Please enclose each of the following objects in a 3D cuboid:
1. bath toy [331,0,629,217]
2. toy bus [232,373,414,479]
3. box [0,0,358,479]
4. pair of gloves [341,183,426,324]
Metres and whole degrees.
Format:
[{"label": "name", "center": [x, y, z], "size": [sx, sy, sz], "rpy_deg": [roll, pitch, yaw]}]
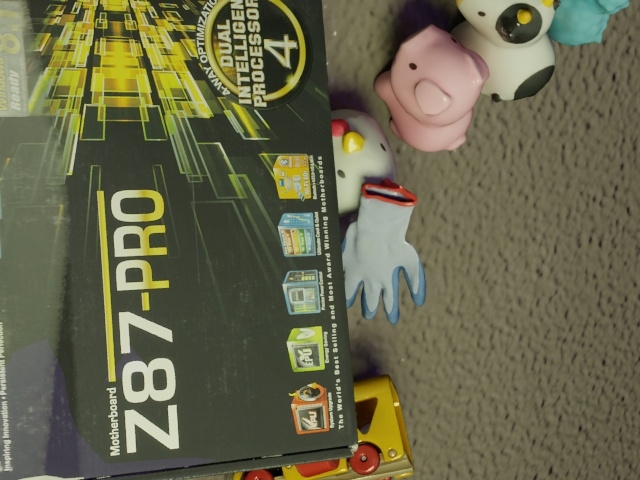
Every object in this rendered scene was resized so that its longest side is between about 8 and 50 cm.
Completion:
[{"label": "bath toy", "center": [0.120, -0.143, 1.200], "size": [0.348, 0.129, 0.151], "rpy_deg": [-39, 126, -14]}, {"label": "toy bus", "center": [-0.011, 0.190, 1.261], "size": [0.202, 0.191, 0.104], "rpy_deg": [7, 62, -36]}, {"label": "box", "center": [-0.140, -0.018, 1.001], "size": [0.318, 0.097, 0.395], "rpy_deg": [-1, 86, -28]}, {"label": "pair of gloves", "center": [0.000, 0.000, 1.166], "size": [0.023, 0.198, 0.159], "rpy_deg": [-61, 162, -47]}]
